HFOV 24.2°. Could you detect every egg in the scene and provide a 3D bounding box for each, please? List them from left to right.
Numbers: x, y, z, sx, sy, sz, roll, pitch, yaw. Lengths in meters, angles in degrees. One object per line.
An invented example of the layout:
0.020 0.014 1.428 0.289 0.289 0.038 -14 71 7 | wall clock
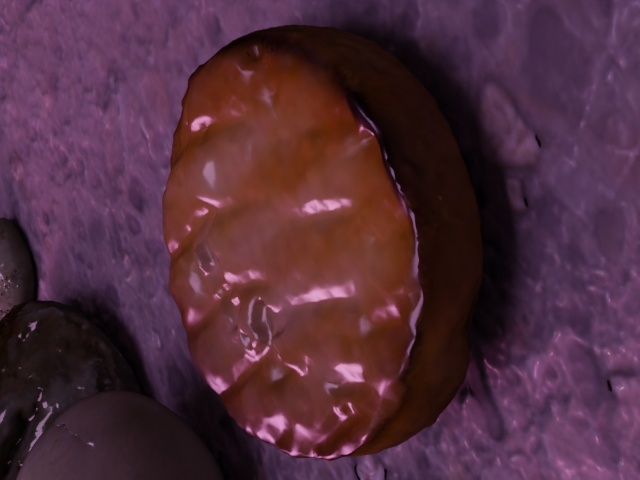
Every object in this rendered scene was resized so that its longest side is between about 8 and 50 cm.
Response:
-0.164 0.243 1.237 0.187 0.187 0.253 22 117 47 | egg

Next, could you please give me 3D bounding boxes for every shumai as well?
-0.286 0.195 1.363 0.222 0.204 0.271 17 113 40 | shumai

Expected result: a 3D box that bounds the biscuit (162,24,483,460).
0.000 0.000 1.007 0.296 0.102 0.296 17 112 49 | biscuit

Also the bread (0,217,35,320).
-0.354 0.075 1.533 0.172 0.064 0.232 28 122 43 | bread
